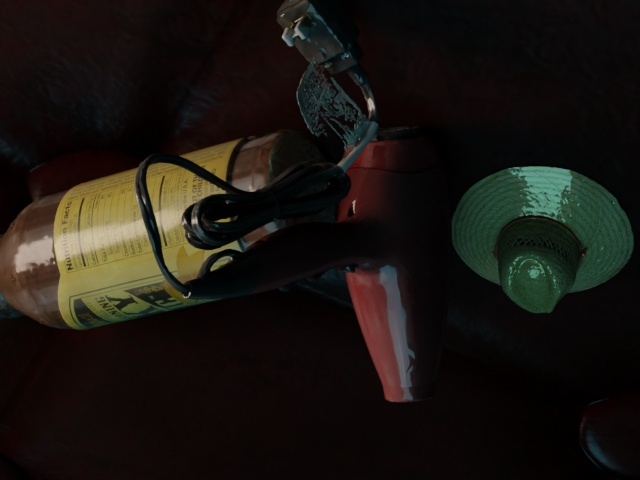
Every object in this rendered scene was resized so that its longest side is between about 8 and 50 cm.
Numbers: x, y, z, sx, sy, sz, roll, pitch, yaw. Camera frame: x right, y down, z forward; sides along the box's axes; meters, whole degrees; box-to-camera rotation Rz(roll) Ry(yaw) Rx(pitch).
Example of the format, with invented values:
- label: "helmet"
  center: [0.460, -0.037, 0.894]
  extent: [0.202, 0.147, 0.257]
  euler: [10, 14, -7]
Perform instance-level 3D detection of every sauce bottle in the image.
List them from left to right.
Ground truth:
- label: "sauce bottle"
  center: [-0.152, 0.006, 1.122]
  extent: [0.344, 0.111, 0.111]
  euler: [-13, 134, 30]

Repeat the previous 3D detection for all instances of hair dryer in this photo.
- label: "hair dryer"
  center: [0.000, 0.000, 0.994]
  extent: [0.080, 0.223, 0.293]
  euler: [5, 142, 50]

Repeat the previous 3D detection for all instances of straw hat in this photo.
- label: "straw hat"
  center: [0.157, 0.017, 1.091]
  extent: [0.145, 0.061, 0.144]
  euler: [7, 140, 6]
